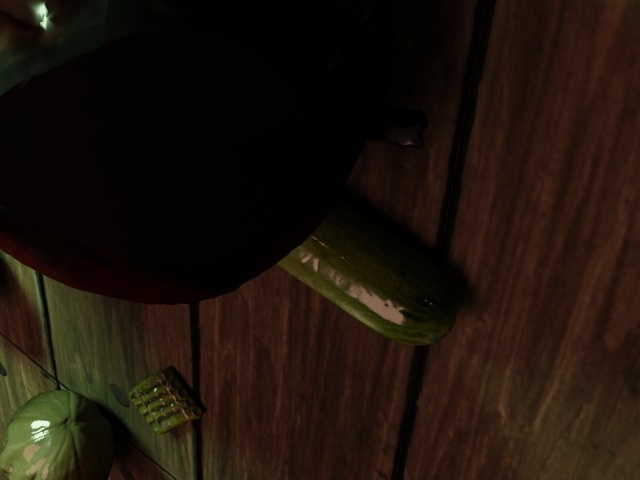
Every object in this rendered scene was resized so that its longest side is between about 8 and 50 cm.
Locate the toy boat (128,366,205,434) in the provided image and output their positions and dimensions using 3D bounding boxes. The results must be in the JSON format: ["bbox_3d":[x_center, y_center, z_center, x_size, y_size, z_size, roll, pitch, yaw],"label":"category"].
[{"bbox_3d":[-0.166,0.172,1.299,0.063,0.016,0.115,53,146,-3],"label":"toy boat"}]

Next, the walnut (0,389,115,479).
[{"bbox_3d":[-0.309,0.248,1.438,0.140,0.140,0.162,43,161,12],"label":"walnut"}]

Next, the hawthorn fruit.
[{"bbox_3d":[-0.107,-0.102,0.717,0.316,0.316,0.316,31,141,28],"label":"hawthorn fruit"}]

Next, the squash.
[{"bbox_3d":[0.000,0.000,0.894,0.239,0.069,0.069,36,143,23],"label":"squash"}]
